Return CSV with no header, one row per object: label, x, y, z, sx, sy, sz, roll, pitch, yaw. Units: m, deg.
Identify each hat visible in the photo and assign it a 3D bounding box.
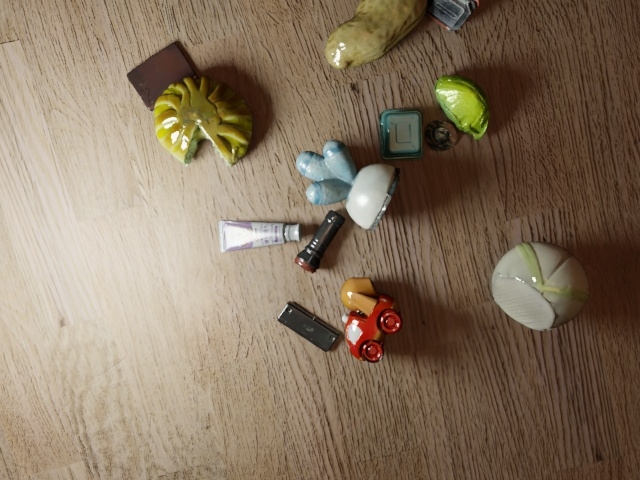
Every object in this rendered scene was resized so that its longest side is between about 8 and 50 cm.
hat,0.428,-0.371,1.491,0.121,0.050,0.121,0,95,-4

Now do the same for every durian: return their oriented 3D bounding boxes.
durian,0.499,-0.472,1.463,0.250,0.101,0.139,41,128,-4

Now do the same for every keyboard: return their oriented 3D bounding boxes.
keyboard,-0.043,0.315,1.558,0.230,0.025,0.094,34,95,-4

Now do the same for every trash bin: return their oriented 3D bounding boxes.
trash bin,0.466,-0.841,1.399,0.161,0.184,0.239,33,83,-4

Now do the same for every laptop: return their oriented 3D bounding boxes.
laptop,-0.544,-0.564,1.468,0.207,0.026,0.154,-33,93,1

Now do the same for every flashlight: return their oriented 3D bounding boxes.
flashlight,0.000,0.000,1.505,0.092,0.093,0.232,32,89,-4

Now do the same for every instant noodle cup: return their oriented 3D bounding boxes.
instant noodle cup,0.286,-0.370,1.481,0.156,0.070,0.179,-3,96,1

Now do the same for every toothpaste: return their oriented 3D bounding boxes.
toothpaste,-0.218,-0.021,1.507,0.298,0.073,0.114,-3,95,7

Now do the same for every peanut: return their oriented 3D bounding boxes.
peanut,0.179,-0.711,1.396,0.387,0.169,0.192,-39,82,3

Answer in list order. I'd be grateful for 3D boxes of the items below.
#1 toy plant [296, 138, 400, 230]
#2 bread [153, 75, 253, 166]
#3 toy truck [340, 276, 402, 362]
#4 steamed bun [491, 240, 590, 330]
toy plant,0.071,-0.200,1.418,0.331,0.247,0.247,24,94,-1
bread,-0.393,-0.399,1.418,0.332,0.160,0.334,0,94,-2
toy truck,0.150,0.270,1.485,0.239,0.189,0.265,30,95,7
steamed bun,0.756,0.128,1.438,0.308,0.309,0.310,0,95,-1
